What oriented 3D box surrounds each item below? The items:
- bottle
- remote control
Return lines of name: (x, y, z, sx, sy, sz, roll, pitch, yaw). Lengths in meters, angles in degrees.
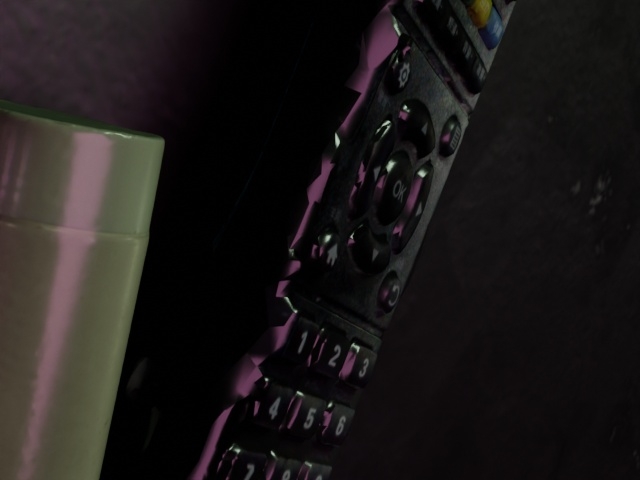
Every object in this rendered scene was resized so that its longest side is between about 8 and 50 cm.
bottle: (-0.108, 0.055, 0.389, 0.072, 0.072, 0.201, 6, 100, -46)
remote control: (0.000, 0.000, 0.472, 0.399, 0.062, 0.144, -68, 156, -7)
